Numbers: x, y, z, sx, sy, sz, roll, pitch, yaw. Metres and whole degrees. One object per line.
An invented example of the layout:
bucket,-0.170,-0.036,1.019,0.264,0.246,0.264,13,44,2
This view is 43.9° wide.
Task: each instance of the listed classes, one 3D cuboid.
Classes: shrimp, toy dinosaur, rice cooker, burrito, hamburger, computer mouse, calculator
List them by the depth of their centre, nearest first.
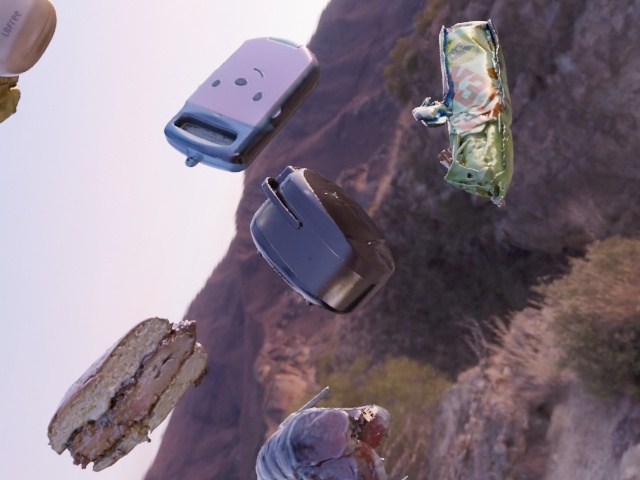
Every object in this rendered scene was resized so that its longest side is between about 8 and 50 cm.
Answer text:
shrimp,0.003,0.254,0.828,0.410,0.166,0.221,73,-162,-60
rice cooker,0.000,0.000,0.828,0.106,0.165,0.112,-56,-26,15
burrito,0.151,-0.150,0.855,0.054,0.104,0.288,82,-171,-49
computer mouse,-0.471,-0.315,1.121,0.145,0.237,0.082,-60,-32,-2
toy dinosaur,0.234,-0.093,1.226,0.039,0.126,0.162,-42,-8,2
calculator,-0.124,-0.221,1.271,0.293,0.173,0.051,-53,-29,-24
hamburger,-0.340,0.264,1.385,0.245,0.155,0.282,-24,27,55

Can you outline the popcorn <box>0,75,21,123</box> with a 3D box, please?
popcorn,-0.622,-0.282,1.342,0.250,0.235,0.241,-31,39,38
